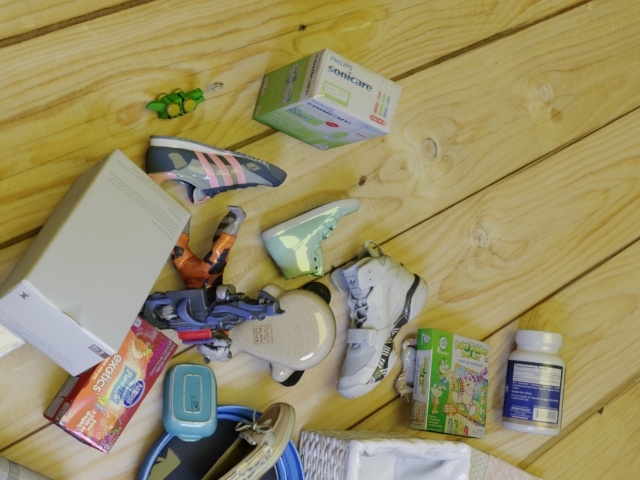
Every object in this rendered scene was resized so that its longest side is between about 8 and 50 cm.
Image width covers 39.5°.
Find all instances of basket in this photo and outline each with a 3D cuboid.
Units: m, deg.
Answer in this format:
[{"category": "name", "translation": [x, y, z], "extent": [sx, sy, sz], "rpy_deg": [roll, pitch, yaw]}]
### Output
[{"category": "basket", "translation": [0.130, 0.600, 2.005], "extent": [0.328, 0.266, 0.331], "rpy_deg": [9, 81, -30]}]

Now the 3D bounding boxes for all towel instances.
[{"category": "towel", "translation": [0.420, 0.721, 2.298], "extent": [0.317, 0.053, 0.332], "rpy_deg": [31, 72, -26]}]

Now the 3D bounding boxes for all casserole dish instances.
[{"category": "casserole dish", "translation": [-0.269, 0.327, 1.856], "extent": [0.114, 0.037, 0.188], "rpy_deg": [6, 48, -13]}]

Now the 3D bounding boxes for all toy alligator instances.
[{"category": "toy alligator", "translation": [-0.292, -0.298, 1.937], "extent": [0.189, 0.056, 0.051], "rpy_deg": [-23, 140, -31]}]

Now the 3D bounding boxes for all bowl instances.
[{"category": "bowl", "translation": [-0.215, 0.548, 1.900], "extent": [0.391, 0.077, 0.391], "rpy_deg": [5, 81, -32]}]

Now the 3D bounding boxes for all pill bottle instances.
[{"category": "pill bottle", "translation": [0.567, 0.373, 2.350], "extent": [0.153, 0.153, 0.265], "rpy_deg": [13, 80, -30]}]

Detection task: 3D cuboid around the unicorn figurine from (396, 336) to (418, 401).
[{"category": "unicorn figurine", "translation": [0.231, 0.320, 2.212], "extent": [0.111, 0.060, 0.162], "rpy_deg": [-2, 72, -30]}]

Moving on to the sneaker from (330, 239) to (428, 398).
[{"category": "sneaker", "translation": [0.098, 0.179, 2.094], "extent": [0.210, 0.137, 0.366], "rpy_deg": [44, 61, -21]}]

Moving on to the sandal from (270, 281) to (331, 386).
[{"category": "sandal", "translation": [-0.044, 0.211, 2.047], "extent": [0.097, 0.054, 0.255], "rpy_deg": [28, 73, -27]}]

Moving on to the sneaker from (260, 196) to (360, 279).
[{"category": "sneaker", "translation": [-0.001, 0.000, 2.064], "extent": [0.256, 0.094, 0.151], "rpy_deg": [-25, 94, -20]}]

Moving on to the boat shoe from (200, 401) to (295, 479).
[{"category": "boat shoe", "translation": [-0.155, 0.444, 1.844], "extent": [0.089, 0.104, 0.285], "rpy_deg": [46, 64, -22]}]

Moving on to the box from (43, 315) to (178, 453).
[{"category": "box", "translation": [-0.417, 0.279, 1.775], "extent": [0.122, 0.128, 0.257], "rpy_deg": [41, 67, -23]}]

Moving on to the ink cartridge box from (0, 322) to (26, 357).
[{"category": "ink cartridge box", "translation": [-0.635, 0.123, 1.647], "extent": [0.082, 0.139, 0.191], "rpy_deg": [-33, 103, -26]}]

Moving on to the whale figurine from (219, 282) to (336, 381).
[{"category": "whale figurine", "translation": [-0.098, 0.201, 1.959], "extent": [0.272, 0.141, 0.216], "rpy_deg": [-9, 87, 10]}]

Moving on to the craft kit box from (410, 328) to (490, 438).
[{"category": "craft kit box", "translation": [0.328, 0.360, 2.222], "extent": [0.250, 0.061, 0.247], "rpy_deg": [18, 70, -43]}]

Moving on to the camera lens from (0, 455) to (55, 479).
[{"category": "camera lens", "translation": [-0.576, 0.517, 1.610], "extent": [0.274, 0.219, 0.219], "rpy_deg": [34, 70, -25]}]

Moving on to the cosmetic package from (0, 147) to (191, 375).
[{"category": "cosmetic package", "translation": [-0.426, 0.035, 1.689], "extent": [0.217, 0.156, 0.385], "rpy_deg": [45, 42, -20]}]

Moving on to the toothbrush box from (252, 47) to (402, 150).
[{"category": "toothbrush box", "translation": [0.010, -0.306, 1.982], "extent": [0.206, 0.283, 0.122], "rpy_deg": [21, 76, -29]}]

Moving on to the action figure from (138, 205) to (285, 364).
[{"category": "action figure", "translation": [-0.200, 0.092, 1.857], "extent": [0.178, 0.341, 0.330], "rpy_deg": [0, 92, -65]}]

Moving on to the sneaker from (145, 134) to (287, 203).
[{"category": "sneaker", "translation": [-0.229, -0.135, 1.936], "extent": [0.319, 0.112, 0.131], "rpy_deg": [12, 87, -24]}]
